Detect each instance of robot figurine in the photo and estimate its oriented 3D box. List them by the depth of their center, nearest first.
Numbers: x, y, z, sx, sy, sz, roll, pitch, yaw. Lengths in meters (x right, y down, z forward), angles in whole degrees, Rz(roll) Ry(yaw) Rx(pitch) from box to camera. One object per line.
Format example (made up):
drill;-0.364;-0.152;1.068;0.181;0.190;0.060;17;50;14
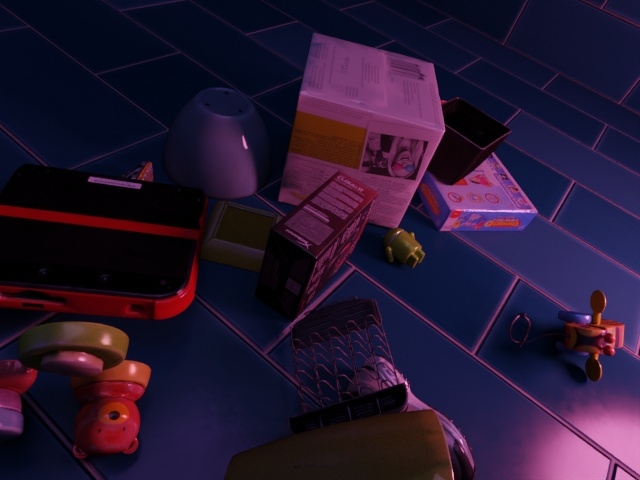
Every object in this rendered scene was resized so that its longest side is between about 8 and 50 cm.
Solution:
robot figurine;0.209;0.015;1.169;0.101;0.067;0.115;-31;63;-29

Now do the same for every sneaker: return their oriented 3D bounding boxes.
sneaker;0.157;0.336;0.836;0.108;0.100;0.271;-34;59;-29
sneaker;-0.446;-0.113;1.058;0.083;0.084;0.215;12;46;-1

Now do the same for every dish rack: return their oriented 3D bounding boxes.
dish rack;0.036;0.218;0.848;0.208;0.074;0.271;-19;46;7

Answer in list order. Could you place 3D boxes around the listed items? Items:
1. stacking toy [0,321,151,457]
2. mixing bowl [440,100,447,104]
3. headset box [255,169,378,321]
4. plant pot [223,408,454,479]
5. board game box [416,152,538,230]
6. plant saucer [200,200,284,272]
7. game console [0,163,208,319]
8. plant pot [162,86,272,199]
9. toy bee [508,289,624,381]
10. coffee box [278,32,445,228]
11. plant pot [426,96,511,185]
stacking toy;-0.397;0.223;0.627;0.309;0.279;0.130;2;58;-19
mixing bowl;0.442;-0.403;1.625;0.181;0.098;0.181;9;46;-10
headset box;0.000;0.000;1.005;0.110;0.218;0.293;33;47;13
plant pot;0.017;0.377;0.648;0.294;0.274;0.274;1;46;3
board game box;0.447;-0.166;1.410;0.302;0.086;0.308;0;48;-19
plant saucer;-0.178;-0.020;1.085;0.188;0.045;0.188;14;45;-5
game console;-0.424;-0.009;0.878;0.387;0.060;0.342;8;41;-13
plant pot;-0.258;-0.276;1.196;0.290;0.195;0.290;9;45;-10
toy bee;0.603;0.228;1.037;0.298;0.162;0.195;-19;100;-23
coffee box;0.094;-0.287;1.228;0.338;0.334;0.337;12;46;-5
plant pot;0.386;-0.271;1.310;0.187;0.167;0.188;41;49;20
